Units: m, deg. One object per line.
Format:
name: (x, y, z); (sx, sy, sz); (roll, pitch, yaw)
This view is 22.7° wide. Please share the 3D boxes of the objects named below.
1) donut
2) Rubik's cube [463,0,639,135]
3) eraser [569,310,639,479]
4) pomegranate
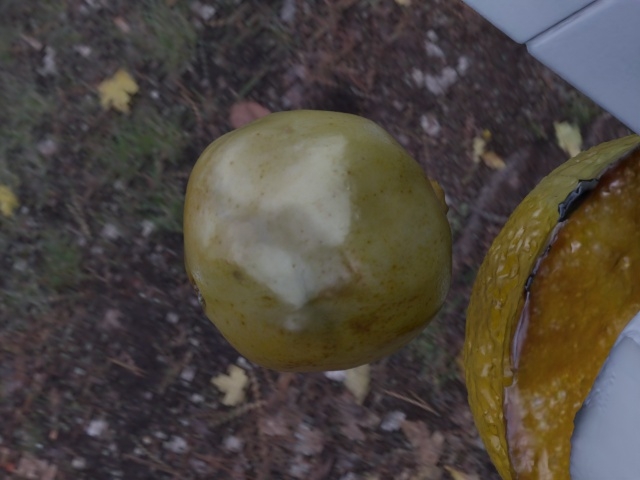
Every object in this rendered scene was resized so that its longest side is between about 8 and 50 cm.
donut: (0.322, 0.072, 1.422); (0.435, 0.163, 0.378); (-10, 103, -20)
Rubik's cube: (0.312, -0.285, 1.171); (0.316, 0.319, 0.322); (-31, 41, 38)
eraser: (0.248, 0.149, 0.746); (0.095, 0.174, 0.270); (-40, 64, -21)
pomegranate: (-0.006, 0.004, 1.295); (0.233, 0.233, 0.233); (-5, 73, 18)
